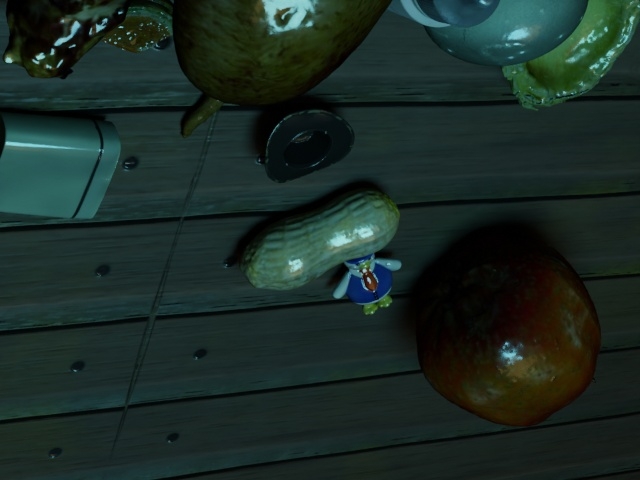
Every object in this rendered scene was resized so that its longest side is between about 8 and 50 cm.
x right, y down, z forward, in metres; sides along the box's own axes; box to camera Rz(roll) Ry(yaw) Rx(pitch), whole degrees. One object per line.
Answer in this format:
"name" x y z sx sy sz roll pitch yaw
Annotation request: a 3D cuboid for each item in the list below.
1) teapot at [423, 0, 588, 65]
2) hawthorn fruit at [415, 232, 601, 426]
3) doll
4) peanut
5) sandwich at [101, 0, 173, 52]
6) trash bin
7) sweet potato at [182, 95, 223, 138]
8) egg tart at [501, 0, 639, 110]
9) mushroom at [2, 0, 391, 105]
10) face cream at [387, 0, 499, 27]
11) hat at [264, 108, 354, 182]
"teapot" 0.180 -0.313 1.598 0.183 0.183 0.251 -22 129 -9
"hawthorn fruit" 0.276 0.131 2.047 0.300 0.254 0.254 28 116 -29
"doll" 0.056 0.037 1.982 0.098 0.058 0.143 -25 135 -6
"peanut" 0.000 0.000 1.882 0.206 0.087 0.087 -23 140 -6
"sandwich" -0.191 -0.221 1.576 0.101 0.026 0.069 9 127 -38
"trash bin" -0.293 -0.079 1.644 0.130 0.059 0.116 3 130 -32
"sweet potato" -0.120 -0.152 1.696 0.115 0.026 0.026 -45 138 21
"egg tart" 0.285 -0.246 1.795 0.197 0.078 0.197 -19 141 -16
"mushroom" -0.080 -0.296 1.392 0.331 0.356 0.334 -48 158 -40
"face cream" 0.096 -0.257 1.485 0.092 0.311 0.092 -6 107 -19
"hat" -0.023 -0.117 1.769 0.121 0.050 0.121 -21 144 -16
